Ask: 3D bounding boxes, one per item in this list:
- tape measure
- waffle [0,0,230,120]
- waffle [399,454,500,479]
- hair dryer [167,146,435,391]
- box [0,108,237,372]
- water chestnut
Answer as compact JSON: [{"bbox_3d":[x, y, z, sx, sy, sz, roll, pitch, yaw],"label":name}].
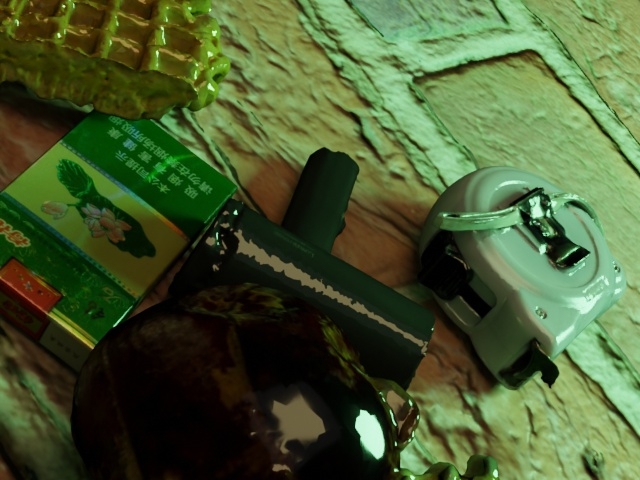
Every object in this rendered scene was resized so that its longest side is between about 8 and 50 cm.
[{"bbox_3d":[0.173,0.016,1.268,0.178,0.105,0.196,43,42,6],"label":"tape measure"},{"bbox_3d":[-0.185,-0.189,1.207,0.229,0.057,0.219,14,37,-13],"label":"waffle"},{"bbox_3d":[0.111,0.257,1.040,0.204,0.054,0.223,-21,67,-35],"label":"waffle"},{"bbox_3d":[0.000,0.000,1.181,0.197,0.089,0.251,29,35,-10],"label":"hair dryer"},{"bbox_3d":[-0.168,-0.014,1.101,0.132,0.034,0.235,38,41,0],"label":"box"},{"bbox_3d":[-0.062,0.139,0.928,0.224,0.238,0.224,48,10,-11],"label":"water chestnut"}]
